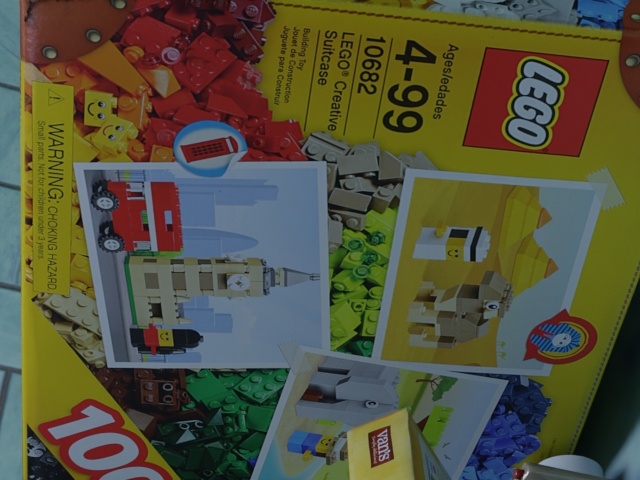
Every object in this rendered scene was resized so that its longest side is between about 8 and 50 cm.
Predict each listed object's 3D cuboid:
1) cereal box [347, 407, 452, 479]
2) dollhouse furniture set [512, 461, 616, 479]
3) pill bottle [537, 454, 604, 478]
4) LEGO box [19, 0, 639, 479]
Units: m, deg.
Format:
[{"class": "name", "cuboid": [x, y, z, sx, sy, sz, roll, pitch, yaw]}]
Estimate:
[{"class": "cereal box", "cuboid": [0.090, 0.242, 0.901, 0.240, 0.047, 0.173, 59, -165, -30]}, {"class": "dollhouse furniture set", "cuboid": [0.150, 0.241, 0.811, 0.129, 0.129, 0.183, -107, 32, -68]}, {"class": "pill bottle", "cuboid": [0.161, 0.199, 0.958, 0.065, 0.065, 0.116, 117, 161, -48]}, {"class": "LEGO box", "cuboid": [0.000, 0.000, 0.988, 0.193, 0.372, 0.500, -90, 7, -47]}]
